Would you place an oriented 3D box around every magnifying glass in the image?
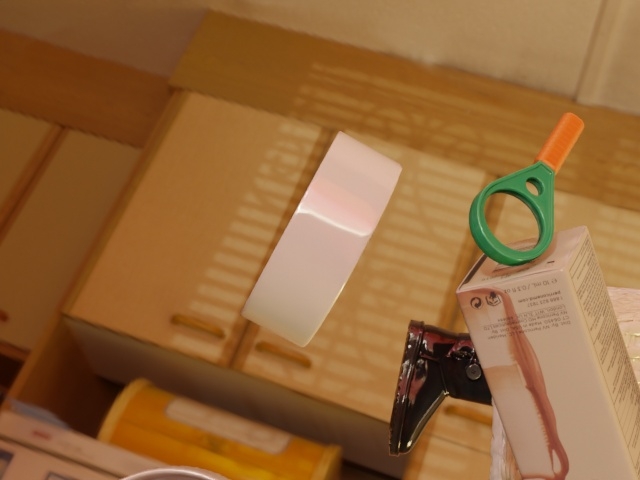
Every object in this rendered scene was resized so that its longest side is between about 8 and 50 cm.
[{"bbox_3d":[0.234,-0.062,1.062,0.092,0.231,0.026,39,-32,-1],"label":"magnifying glass"}]

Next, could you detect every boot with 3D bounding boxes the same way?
[{"bbox_3d":[0.234,0.268,1.677,0.207,0.246,0.094,12,-8,4],"label":"boot"}]

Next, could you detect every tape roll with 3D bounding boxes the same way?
[{"bbox_3d":[0.000,0.000,1.308,0.100,0.286,0.286,28,-28,-3],"label":"tape roll"}]

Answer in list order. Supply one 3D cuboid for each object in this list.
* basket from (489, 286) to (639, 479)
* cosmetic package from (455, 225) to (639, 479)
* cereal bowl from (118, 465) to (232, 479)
[{"bbox_3d":[0.461,0.243,1.431,0.331,0.328,0.266,2,3,-24],"label":"basket"},{"bbox_3d":[0.274,0.152,1.101,0.129,0.153,0.296,-16,-79,28],"label":"cosmetic package"},{"bbox_3d":[-0.197,0.488,1.383,0.339,0.338,0.141,18,-4,9],"label":"cereal bowl"}]
